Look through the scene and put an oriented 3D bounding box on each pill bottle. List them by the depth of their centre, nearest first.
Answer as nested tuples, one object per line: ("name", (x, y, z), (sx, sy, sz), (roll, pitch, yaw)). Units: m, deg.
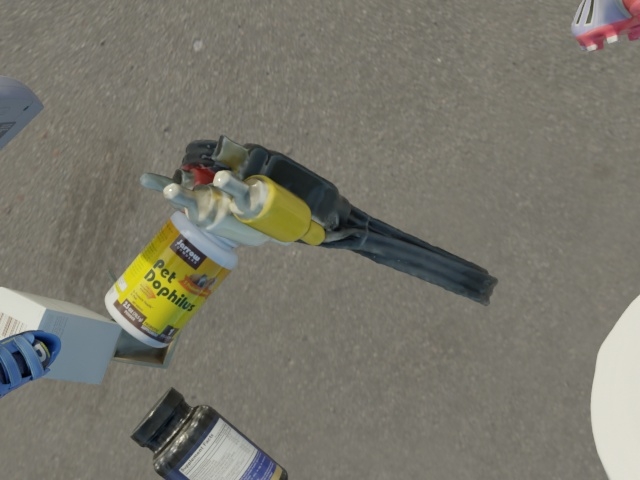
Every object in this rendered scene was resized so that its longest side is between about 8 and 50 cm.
("pill bottle", (-0.199, 0.040, 1.387), (0.117, 0.117, 0.215), (38, 96, -18))
("pill bottle", (-0.163, 0.318, 1.415), (0.219, 0.123, 0.123), (41, 104, -3))

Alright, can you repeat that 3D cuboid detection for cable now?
("cable", (0.000, 0.000, 0.712), (0.287, 0.139, 0.072), (29, 79, -36))

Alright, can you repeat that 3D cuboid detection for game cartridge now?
("game cartridge", (-0.558, -0.174, 1.501), (0.198, 0.297, 0.062), (-44, 87, 16))

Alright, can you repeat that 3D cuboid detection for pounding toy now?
("pounding toy", (-0.324, 0.139, 1.723), (0.141, 0.100, 0.130), (12, 125, -18))

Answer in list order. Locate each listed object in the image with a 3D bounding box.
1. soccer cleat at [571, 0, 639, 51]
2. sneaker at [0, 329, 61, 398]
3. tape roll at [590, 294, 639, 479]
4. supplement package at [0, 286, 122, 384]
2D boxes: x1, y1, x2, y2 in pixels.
("soccer cleat", (0.264, -0.218, 0.818), (0.083, 0.248, 0.095), (-11, 94, 4))
("sneaker", (-0.286, 0.113, 0.898), (0.059, 0.144, 0.053), (-16, 99, 7))
("tape roll", (0.321, 0.117, 0.608), (0.286, 0.286, 0.100), (-25, 126, 5))
("supplement package", (-0.409, 0.148, 1.481), (0.105, 0.179, 0.105), (19, 87, 30))
